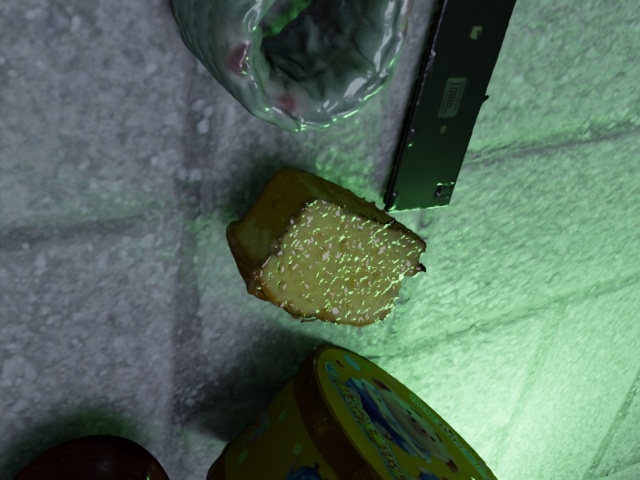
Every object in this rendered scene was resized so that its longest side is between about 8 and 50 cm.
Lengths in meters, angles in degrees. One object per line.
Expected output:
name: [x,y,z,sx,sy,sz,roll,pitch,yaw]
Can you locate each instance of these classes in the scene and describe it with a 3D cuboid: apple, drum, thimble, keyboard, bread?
apple: [-0.264,0.338,1.047,0.201,0.218,0.218,-27,139,-3]
drum: [0.075,0.351,1.152,0.214,0.431,0.431,-47,139,10]
thimble: [-0.018,-0.211,0.778,0.185,0.149,0.211,25,109,-44]
keyboard: [0.147,-0.168,1.032,0.106,0.027,0.317,-8,131,-27]
bread: [0.000,0.000,0.990,0.229,0.139,0.143,22,110,-46]
